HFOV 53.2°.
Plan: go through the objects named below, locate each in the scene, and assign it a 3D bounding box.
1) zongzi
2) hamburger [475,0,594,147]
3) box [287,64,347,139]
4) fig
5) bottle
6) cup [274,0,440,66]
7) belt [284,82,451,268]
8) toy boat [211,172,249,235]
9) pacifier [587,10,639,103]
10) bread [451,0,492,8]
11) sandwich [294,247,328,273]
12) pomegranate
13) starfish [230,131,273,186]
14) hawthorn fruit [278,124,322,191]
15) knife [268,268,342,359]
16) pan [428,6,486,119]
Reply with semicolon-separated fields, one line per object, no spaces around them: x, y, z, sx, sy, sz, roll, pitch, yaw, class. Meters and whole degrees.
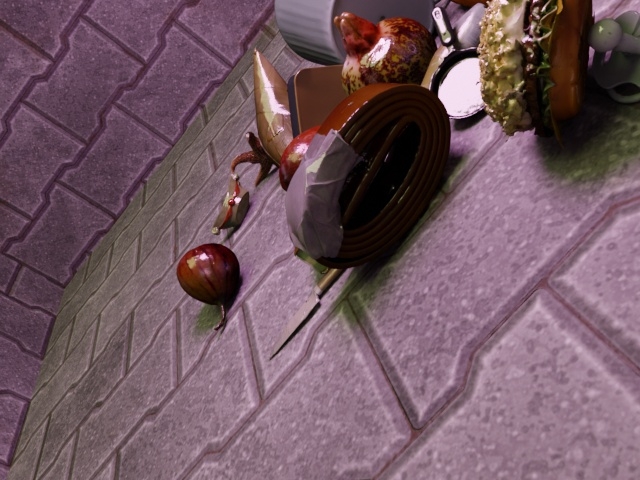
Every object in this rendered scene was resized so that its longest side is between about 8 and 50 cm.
-0.096;-0.314;1.578;0.145;0.300;0.274;-21;26;-8;zongzi
0.296;-0.267;0.883;0.138;0.243;0.262;7;45;27;hamburger
0.005;-0.286;1.442;0.090;0.144;0.201;-159;60;-69;box
-0.255;0.087;1.534;0.202;0.148;0.149;31;121;28;fig
0.242;-0.321;1.225;0.270;0.083;0.083;-53;24;14;bottle
0.106;-0.596;1.557;0.401;0.310;0.392;-53;30;9;cup
0.077;-0.111;1.087;0.339;0.217;0.122;-56;24;1;belt
-0.247;-0.098;1.793;0.071;0.089;0.185;14;79;22;toy boat
0.394;-0.247;0.829;0.150;0.116;0.127;-136;57;-61;pacifier
0.312;-0.553;1.316;0.107;0.136;0.241;-50;28;8;bread
0.000;0.000;1.236;0.074;0.074;0.116;-51;13;17;sandwich
0.122;-0.377;1.308;0.214;0.248;0.214;-33;33;26;pomegranate
-0.152;-0.241;1.786;0.057;0.213;0.238;53;150;38;starfish
0.016;-0.151;1.320;0.202;0.185;0.185;-43;22;-16;hawthorn fruit
-0.012;0.111;1.204;0.298;0.017;0.047;-50;29;10;knife
0.248;-0.324;1.157;0.136;0.028;0.235;-24;68;28;pan
